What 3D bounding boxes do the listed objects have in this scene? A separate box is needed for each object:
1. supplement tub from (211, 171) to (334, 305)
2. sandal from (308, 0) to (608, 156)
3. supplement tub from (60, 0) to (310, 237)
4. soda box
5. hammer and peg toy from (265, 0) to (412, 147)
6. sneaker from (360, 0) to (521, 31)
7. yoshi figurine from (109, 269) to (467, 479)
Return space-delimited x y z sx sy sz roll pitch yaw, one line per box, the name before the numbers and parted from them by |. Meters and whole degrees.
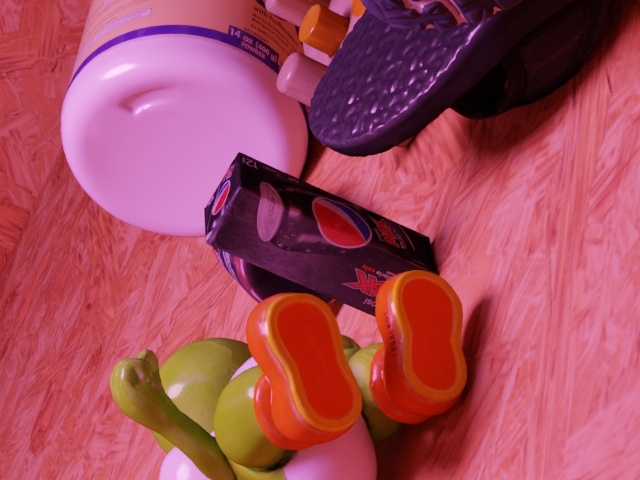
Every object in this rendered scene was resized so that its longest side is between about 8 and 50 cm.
supplement tub | -0.039 -0.005 1.707 0.106 0.106 0.198 -64 17 5
sandal | 0.157 -0.169 1.379 0.445 0.107 0.168 -34 32 39
supplement tub | -0.120 -0.192 1.980 0.241 0.241 0.331 -52 22 39
soda box | 0.000 0.000 1.467 0.060 0.169 0.053 -57 20 27
hammer and peg toy | 0.084 -0.270 1.654 0.361 0.127 0.266 -58 18 23
sneaker | 0.134 -0.249 1.299 0.283 0.110 0.122 -45 14 4
yoshi figurine | -0.045 0.115 1.451 0.203 0.203 0.362 -58 7 -36
